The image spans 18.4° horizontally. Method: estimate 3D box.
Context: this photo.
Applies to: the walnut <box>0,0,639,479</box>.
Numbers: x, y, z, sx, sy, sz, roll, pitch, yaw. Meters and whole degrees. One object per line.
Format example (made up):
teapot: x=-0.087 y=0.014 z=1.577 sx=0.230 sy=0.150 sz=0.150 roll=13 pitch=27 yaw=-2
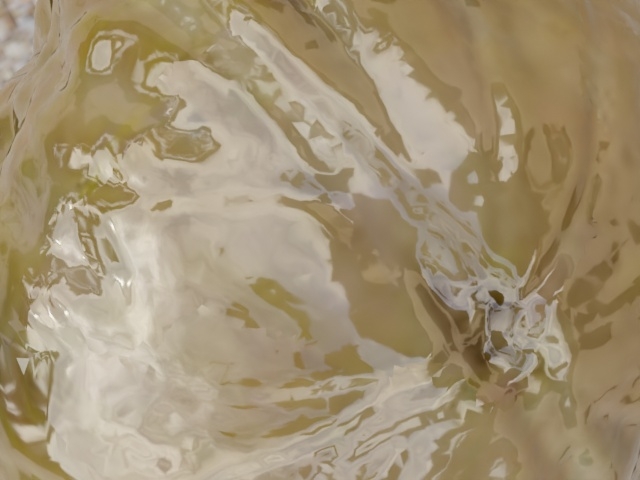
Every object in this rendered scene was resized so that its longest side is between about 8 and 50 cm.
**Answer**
walnut: x=0.000 y=0.000 z=0.761 sx=0.332 sy=0.333 sz=0.333 roll=11 pitch=117 yaw=23
